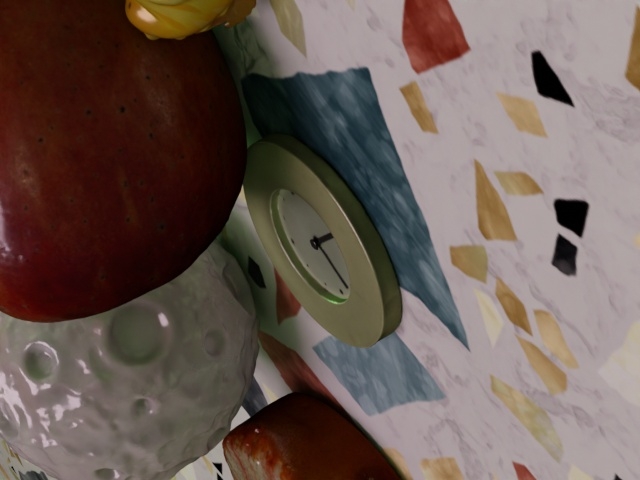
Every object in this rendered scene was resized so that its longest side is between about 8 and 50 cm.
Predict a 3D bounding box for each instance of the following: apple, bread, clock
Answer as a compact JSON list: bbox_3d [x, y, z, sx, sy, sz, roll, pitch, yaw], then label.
[{"bbox_3d":[-0.229,-0.120,1.630,0.329,0.295,0.365,-85,-23,-83],"label":"apple"},{"bbox_3d":[0.008,0.328,2.016,0.295,0.114,0.327,64,159,-12],"label":"bread"},{"bbox_3d":[0.000,0.000,1.696,0.235,0.029,0.235,45,154,29],"label":"clock"}]

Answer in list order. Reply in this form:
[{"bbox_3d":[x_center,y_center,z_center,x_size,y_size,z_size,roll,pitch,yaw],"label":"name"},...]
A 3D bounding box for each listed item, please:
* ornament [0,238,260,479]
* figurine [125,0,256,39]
[{"bbox_3d":[-0.239,0.130,1.955,0.337,0.337,0.337,47,157,27],"label":"ornament"},{"bbox_3d":[-0.141,-0.288,1.474,0.156,0.131,0.246,-88,-21,-60],"label":"figurine"}]
